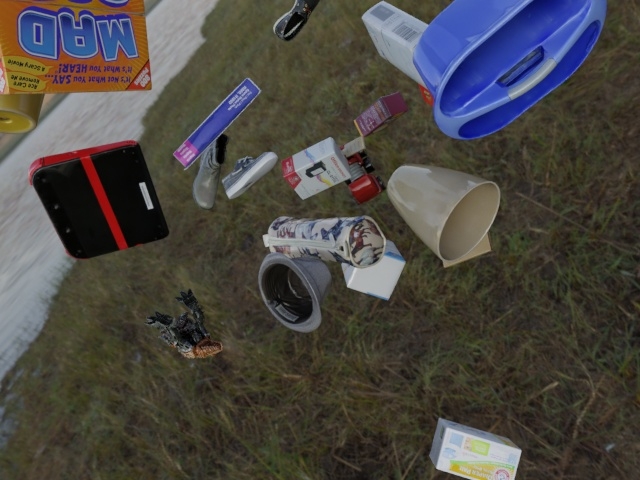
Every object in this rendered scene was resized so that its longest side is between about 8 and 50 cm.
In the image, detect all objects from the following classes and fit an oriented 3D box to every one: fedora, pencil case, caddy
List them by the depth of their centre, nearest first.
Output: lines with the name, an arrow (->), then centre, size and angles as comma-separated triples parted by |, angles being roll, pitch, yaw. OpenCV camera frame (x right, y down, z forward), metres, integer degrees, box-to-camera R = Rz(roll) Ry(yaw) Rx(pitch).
caddy -> 0.341, -0.337, 0.932 | 0.341, 0.241, 0.179 | -39, 53, 18
fedora -> -0.054, 0.127, 1.426 | 0.124, 0.243, 0.275 | -30, -10, -37
pencil case -> 0.000, 0.000, 1.633 | 0.410, 0.184, 0.159 | 2, 89, 45

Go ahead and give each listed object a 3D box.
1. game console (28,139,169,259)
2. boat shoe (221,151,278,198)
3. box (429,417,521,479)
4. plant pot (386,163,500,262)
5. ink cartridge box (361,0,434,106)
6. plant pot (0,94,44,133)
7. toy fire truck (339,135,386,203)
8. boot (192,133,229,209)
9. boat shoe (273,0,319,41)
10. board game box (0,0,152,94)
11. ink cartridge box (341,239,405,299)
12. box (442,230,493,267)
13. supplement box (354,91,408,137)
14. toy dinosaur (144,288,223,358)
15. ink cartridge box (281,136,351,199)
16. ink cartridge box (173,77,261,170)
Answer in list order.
game console -> -0.708, -0.122, 1.653 | 0.342, 0.386, 0.060 | -17, 41, -13
boat shoe -> -0.279, -0.269, 1.935 | 0.108, 0.102, 0.301 | -27, -4, -46
box -> 0.411, 0.569, 1.361 | 0.103, 0.203, 0.114 | 71, -146, -85
plant pot -> 0.336, -0.115, 1.502 | 0.256, 0.256, 0.274 | -47, 51, -4
ink cartridge box -> 0.289, -0.477, 1.488 | 0.091, 0.385, 0.308 | -35, 43, 3
plant pot -> -0.917, -0.451, 1.478 | 0.254, 0.254, 0.239 | -17, 74, 41
toy fire truck -> 0.129, -0.250, 1.743 | 0.158, 0.217, 0.246 | -30, -8, 16
boot -> -0.380, -0.243, 1.780 | 0.161, 0.083, 0.246 | -29, 54, 57
boat shoe -> -0.038, -0.461, 1.033 | 0.133, 0.049, 0.042 | -46, 56, 9
board game box -> -0.671, -0.536, 1.197 | 0.356, 0.356, 0.356 | 12, 22, 32
ink cartridge box -> 0.228, 0.102, 2.276 | 0.270, 0.198, 0.197 | -99, 30, -72
box -> 0.531, -0.006, 1.884 | 0.201, 0.021, 0.164 | -27, 57, 42
supplement box -> 0.228, -0.473, 1.925 | 0.104, 0.080, 0.188 | -26, -2, -33
toy dinosaur -> -0.399, 0.284, 1.572 | 0.322, 0.218, 0.164 | -8, 28, 27
ink cartridge box -> -0.012, -0.218, 1.552 | 0.175, 0.127, 0.072 | -24, 50, 16
ink cartridge box -> -0.322, -0.370, 1.592 | 0.324, 0.071, 0.330 | -45, 15, 3
